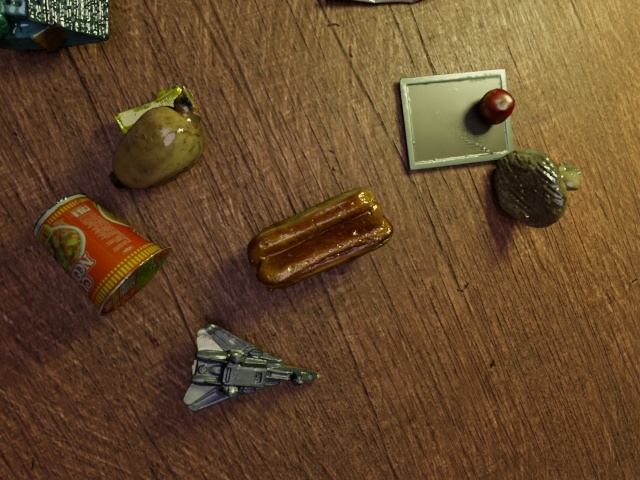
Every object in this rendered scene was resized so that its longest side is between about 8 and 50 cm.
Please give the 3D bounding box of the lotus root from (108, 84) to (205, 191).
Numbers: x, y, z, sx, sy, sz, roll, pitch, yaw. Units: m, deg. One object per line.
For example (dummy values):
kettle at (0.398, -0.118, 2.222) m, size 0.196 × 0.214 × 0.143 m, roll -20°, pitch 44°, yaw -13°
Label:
lotus root at (-0.337, -0.197, 0.874) m, size 0.256 × 0.154 × 0.140 m, roll -39°, pitch 104°, yaw 13°

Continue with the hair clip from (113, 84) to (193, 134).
hair clip at (-0.364, -0.288, 0.915) m, size 0.173 × 0.046 × 0.072 m, roll -30°, pitch 108°, yaw -6°

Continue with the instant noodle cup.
instant noodle cup at (-0.462, 0.016, 0.861) m, size 0.212 × 0.193 × 0.193 m, roll 42°, pitch 86°, yaw -2°

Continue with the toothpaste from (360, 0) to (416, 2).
toothpaste at (0.158, -0.617, 0.990) m, size 0.300 × 0.048 × 0.076 m, roll -6°, pitch 99°, yaw -7°

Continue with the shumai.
shumai at (0.558, -0.140, 1.055) m, size 0.152 × 0.161 × 0.210 m, roll -15°, pitch 64°, yaw -36°

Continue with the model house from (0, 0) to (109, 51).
model house at (-0.521, -0.504, 0.784) m, size 0.240 × 0.226 × 0.262 m, roll 1°, pitch 95°, yaw -11°

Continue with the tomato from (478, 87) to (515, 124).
tomato at (0.441, -0.337, 1.022) m, size 0.087 × 0.075 × 0.088 m, roll 0°, pitch 93°, yaw -5°

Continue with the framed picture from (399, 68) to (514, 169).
framed picture at (0.352, -0.312, 1.056) m, size 0.295 × 0.019 × 0.233 m, roll -8°, pitch 94°, yaw -9°

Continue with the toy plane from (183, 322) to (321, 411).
toy plane at (-0.144, 0.313, 0.963) m, size 0.315 × 0.103 × 0.205 m, roll 11°, pitch 91°, yaw -10°

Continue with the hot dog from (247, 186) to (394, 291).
hot dog at (0.000, 0.000, 0.963) m, size 0.348 × 0.117 × 0.159 m, roll -25°, pitch 78°, yaw -10°
